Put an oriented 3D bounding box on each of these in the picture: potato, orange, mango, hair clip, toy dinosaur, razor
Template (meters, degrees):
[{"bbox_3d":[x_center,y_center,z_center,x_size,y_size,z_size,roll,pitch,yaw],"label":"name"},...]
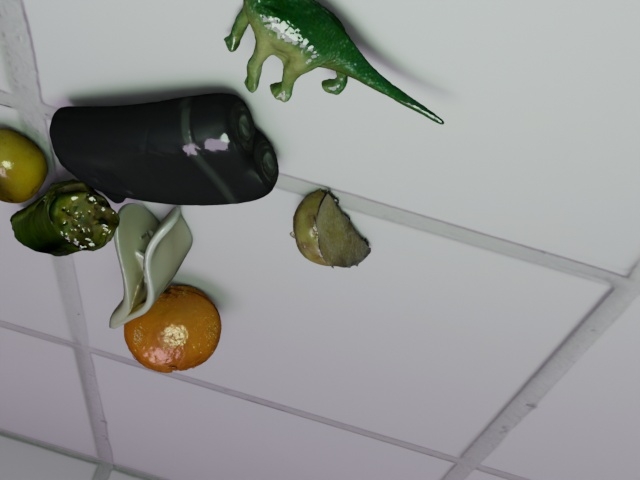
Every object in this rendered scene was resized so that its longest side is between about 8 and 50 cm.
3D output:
[{"bbox_3d":[0.000,0.000,1.578,0.089,0.100,0.172,3,150,33],"label":"potato"},{"bbox_3d":[-0.292,0.170,1.923,0.193,0.193,0.161,10,114,12],"label":"orange"},{"bbox_3d":[-0.534,-0.117,1.653,0.137,0.098,0.195,13,155,-1],"label":"mango"},{"bbox_3d":[-0.301,0.034,1.739,0.113,0.172,0.282,20,139,12],"label":"hair clip"},{"bbox_3d":[-0.023,-0.290,1.133,0.447,0.087,0.300,18,143,-5],"label":"toy dinosaur"},{"bbox_3d":[-0.239,-0.130,1.462,0.349,0.113,0.204,0,149,27],"label":"razor"}]

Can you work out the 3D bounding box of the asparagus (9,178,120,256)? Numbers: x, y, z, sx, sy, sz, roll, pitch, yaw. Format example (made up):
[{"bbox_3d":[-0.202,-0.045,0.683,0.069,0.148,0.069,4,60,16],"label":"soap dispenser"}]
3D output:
[{"bbox_3d":[-0.458,-0.027,1.692,0.128,0.108,0.382,39,158,-20],"label":"asparagus"}]
